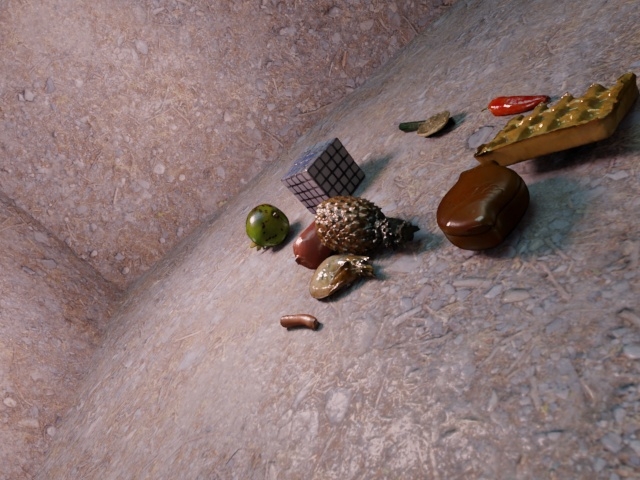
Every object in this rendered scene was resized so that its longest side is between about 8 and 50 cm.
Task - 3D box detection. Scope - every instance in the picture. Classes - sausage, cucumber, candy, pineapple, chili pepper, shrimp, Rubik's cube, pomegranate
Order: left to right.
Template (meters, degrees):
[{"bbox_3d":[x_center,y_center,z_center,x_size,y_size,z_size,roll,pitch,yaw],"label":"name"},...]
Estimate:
[{"bbox_3d":[-0.260,-0.053,2.106,0.263,0.211,0.211,-50,13,40],"label":"pomegranate"},{"bbox_3d":[-0.068,0.256,1.422,0.177,0.040,0.047,-12,36,48],"label":"sausage"},{"bbox_3d":[0.000,0.000,1.651,0.254,0.148,0.148,-49,23,-21],"label":"sausage"},{"bbox_3d":[0.011,-0.283,2.017,0.237,0.238,0.237,-6,44,54],"label":"Rubik's cube"},{"bbox_3d":[0.061,0.117,1.437,0.317,0.077,0.168,-11,47,59],"label":"shrimp"},{"bbox_3d":[0.149,-0.049,1.438,0.362,0.202,0.202,7,52,52],"label":"pineapple"},{"bbox_3d":[0.428,-0.508,2.002,0.044,0.043,0.257,-50,24,-8],"label":"cucumber"},{"bbox_3d":[0.482,-0.455,1.832,0.133,0.032,0.032,-29,26,32],"label":"cucumber"},{"bbox_3d":[0.651,-0.463,1.538,0.071,0.063,0.272,-58,27,-7],"label":"chili pepper"},{"bbox_3d":[0.635,-0.239,1.186,0.088,0.038,0.136,-24,28,11],"label":"candy"}]

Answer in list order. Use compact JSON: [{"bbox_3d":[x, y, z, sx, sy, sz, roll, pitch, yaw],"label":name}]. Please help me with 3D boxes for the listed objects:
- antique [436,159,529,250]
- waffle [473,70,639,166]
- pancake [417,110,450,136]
[{"bbox_3d":[0.411,-0.084,1.141,0.224,0.129,0.278,-27,27,33],"label":"antique"},{"bbox_3d":[0.620,-0.306,1.194,0.304,0.077,0.348,-42,18,-35],"label":"waffle"},{"bbox_3d":[0.459,-0.472,1.823,0.152,0.025,0.151,-35,23,17],"label":"pancake"}]
